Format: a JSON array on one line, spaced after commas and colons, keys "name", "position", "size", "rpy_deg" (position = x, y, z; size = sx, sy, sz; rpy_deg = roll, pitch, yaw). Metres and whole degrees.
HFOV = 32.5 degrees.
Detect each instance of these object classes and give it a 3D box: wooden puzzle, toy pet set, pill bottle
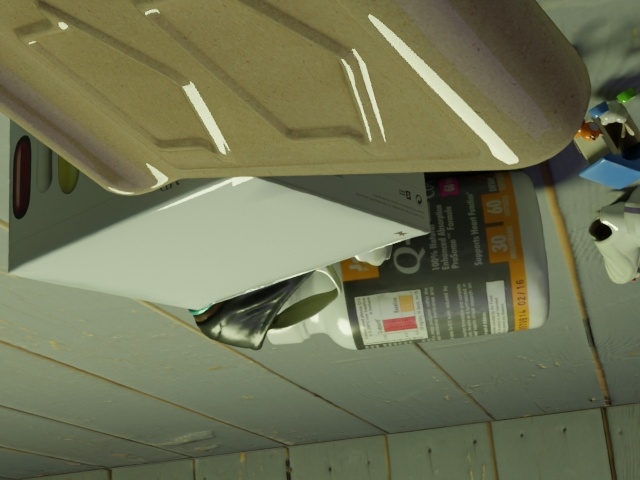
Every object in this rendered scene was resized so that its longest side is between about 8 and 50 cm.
[{"name": "wooden puzzle", "position": [-0.093, -0.142, 0.502], "size": [0.348, 0.080, 0.322], "rpy_deg": [-4, 145, 48]}, {"name": "toy pet set", "position": [0.257, -0.084, 0.909], "size": [0.122, 0.065, 0.114], "rpy_deg": [-27, 174, -24]}, {"name": "pill bottle", "position": [0.081, 0.024, 1.102], "size": [0.279, 0.162, 0.162], "rpy_deg": [-7, 161, 6]}]

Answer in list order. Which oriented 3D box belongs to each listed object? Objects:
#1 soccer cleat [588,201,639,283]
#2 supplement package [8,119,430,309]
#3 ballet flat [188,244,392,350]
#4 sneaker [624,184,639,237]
[{"name": "soccer cleat", "position": [0.344, -0.002, 1.262], "size": [0.076, 0.068, 0.196], "rpy_deg": [8, 162, 8]}, {"name": "supplement package", "position": [-0.084, -0.055, 0.852], "size": [0.262, 0.145, 0.204], "rpy_deg": [-20, 156, 37]}, {"name": "ballet flat", "position": [0.000, 0.000, 0.989], "size": [0.096, 0.095, 0.280], "rpy_deg": [39, 114, -21]}, {"name": "sneaker", "position": [0.344, -0.102, 0.801], "size": [0.282, 0.161, 0.102], "rpy_deg": [-18, -177, 3]}]
